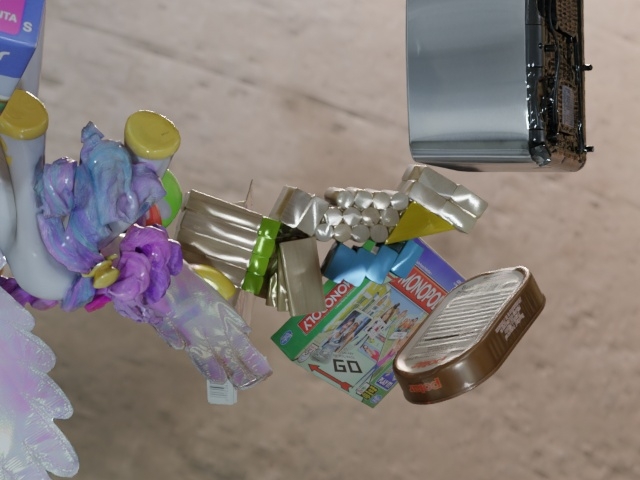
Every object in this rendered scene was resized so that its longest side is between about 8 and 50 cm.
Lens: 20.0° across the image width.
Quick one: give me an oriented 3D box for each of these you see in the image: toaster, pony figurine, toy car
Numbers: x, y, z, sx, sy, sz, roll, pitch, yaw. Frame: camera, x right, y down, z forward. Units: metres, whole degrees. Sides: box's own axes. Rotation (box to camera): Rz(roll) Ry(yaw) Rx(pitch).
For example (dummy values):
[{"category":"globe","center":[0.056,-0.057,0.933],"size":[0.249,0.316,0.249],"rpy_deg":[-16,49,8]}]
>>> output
[{"category":"toaster","center":[0.136,-0.133,1.364],"size":[0.110,0.168,0.186],"rpy_deg":[-2,-1,19]},{"category":"pony figurine","center":[-0.224,0.005,1.486],"size":[0.303,0.363,0.351],"rpy_deg":[-27,65,-34]},{"category":"toy car","center":[-0.163,-0.021,1.857],"size":[0.239,0.053,0.225],"rpy_deg":[50,11,-36]}]

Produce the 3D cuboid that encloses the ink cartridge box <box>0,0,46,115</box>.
[{"category":"ink cartridge box","center":[-0.287,-0.114,1.123],"size":[0.186,0.311,0.065],"rpy_deg":[15,57,-19]}]

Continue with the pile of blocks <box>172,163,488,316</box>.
[{"category":"pile of blocks","center":[0.000,0.000,2.012],"size":[0.362,0.149,0.112],"rpy_deg":[-7,5,-9]}]

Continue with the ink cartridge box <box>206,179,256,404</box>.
[{"category":"ink cartridge box","center":[-0.113,0.063,2.289],"size":[0.045,0.206,0.208],"rpy_deg":[4,40,5]}]

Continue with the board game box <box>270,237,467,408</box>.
[{"category":"board game box","center":[0.078,0.095,2.284],"size":[0.046,0.213,0.317],"rpy_deg":[47,4,25]}]

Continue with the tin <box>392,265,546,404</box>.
[{"category":"tin","center":[0.137,0.085,1.684],"size":[0.040,0.106,0.189],"rpy_deg":[59,43,-15]}]
